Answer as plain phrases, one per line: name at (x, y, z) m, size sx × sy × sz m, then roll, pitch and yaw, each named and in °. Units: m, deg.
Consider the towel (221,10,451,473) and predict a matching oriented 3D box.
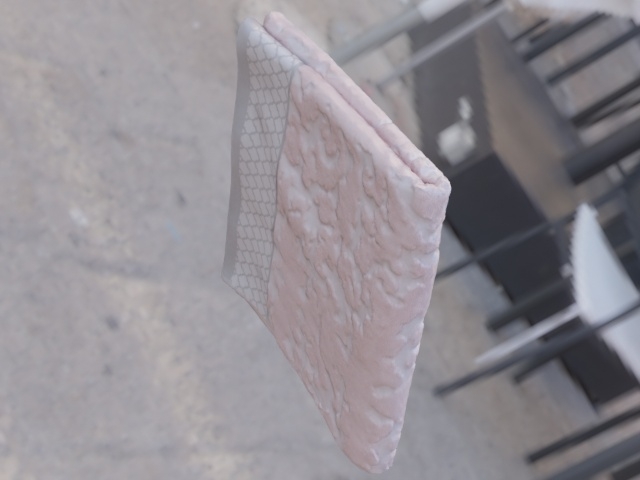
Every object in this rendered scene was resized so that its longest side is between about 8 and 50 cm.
towel at (0.000, 0.000, 1.472) m, size 0.053 × 0.331 × 0.317 m, roll -15°, pitch 44°, yaw -26°
